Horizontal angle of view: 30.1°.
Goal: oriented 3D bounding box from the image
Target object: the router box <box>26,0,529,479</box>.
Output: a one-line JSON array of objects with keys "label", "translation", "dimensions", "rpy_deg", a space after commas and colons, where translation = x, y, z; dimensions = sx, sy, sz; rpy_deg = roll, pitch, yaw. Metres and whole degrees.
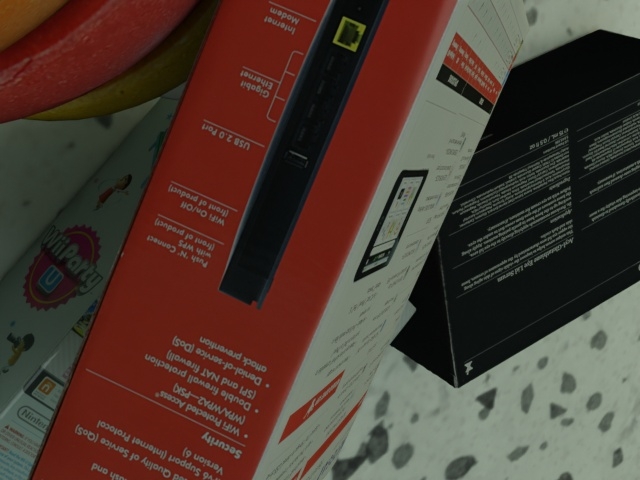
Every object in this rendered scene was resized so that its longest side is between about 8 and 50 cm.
[{"label": "router box", "translation": [0.000, 0.000, 0.579], "dimensions": [0.301, 0.082, 0.335], "rpy_deg": [-67, 171, 7]}]

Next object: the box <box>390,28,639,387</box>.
[{"label": "box", "translation": [0.165, -0.032, 0.931], "dimensions": [0.261, 0.103, 0.184], "rpy_deg": [-26, 120, -26]}]

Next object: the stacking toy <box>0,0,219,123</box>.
[{"label": "stacking toy", "translation": [-0.120, -0.152, 0.489], "dimensions": [0.351, 0.350, 0.480], "rpy_deg": [-59, 159, 0]}]

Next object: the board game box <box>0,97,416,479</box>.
[{"label": "board game box", "translation": [-0.108, 0.089, 0.787], "dimensions": [0.303, 0.097, 0.224], "rpy_deg": [-50, 131, -6]}]
